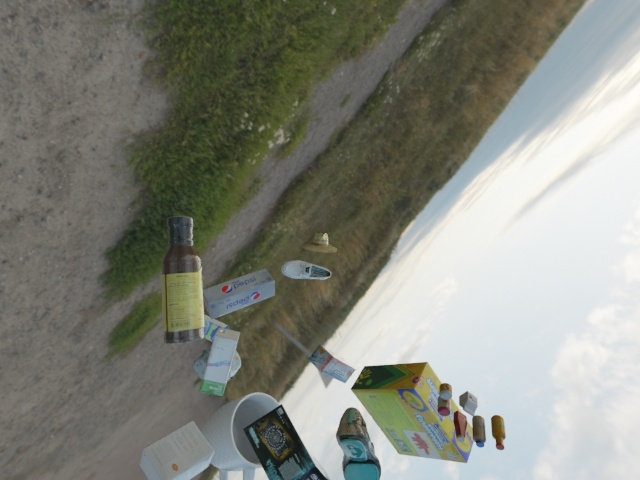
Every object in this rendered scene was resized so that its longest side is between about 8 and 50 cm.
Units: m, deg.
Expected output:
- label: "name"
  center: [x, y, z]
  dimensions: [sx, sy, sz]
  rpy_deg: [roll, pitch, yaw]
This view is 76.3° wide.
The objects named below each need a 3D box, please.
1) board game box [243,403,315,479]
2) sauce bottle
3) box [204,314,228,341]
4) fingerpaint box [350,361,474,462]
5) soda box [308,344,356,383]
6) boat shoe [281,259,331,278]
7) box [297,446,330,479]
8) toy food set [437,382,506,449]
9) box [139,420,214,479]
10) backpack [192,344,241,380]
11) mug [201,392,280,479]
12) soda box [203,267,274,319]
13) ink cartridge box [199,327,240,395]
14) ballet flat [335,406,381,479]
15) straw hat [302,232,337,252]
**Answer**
- label: "board game box"
  center: [-0.115, 0.571, 1.126]
  dimensions: [0.126, 0.186, 0.026]
  rpy_deg: [-29, 161, -13]
- label: "sauce bottle"
  center: [-0.380, 0.106, 1.125]
  dimensions: [0.111, 0.112, 0.343]
  rpy_deg: [45, 42, -82]
- label: "box"
  center: [-0.566, 0.438, 2.047]
  dimensions: [0.109, 0.178, 0.042]
  rpy_deg: [-61, -173, 19]
- label: "fingerpaint box"
  center: [0.418, 0.771, 1.847]
  dimensions: [0.371, 0.444, 0.163]
  rpy_deg: [-23, -163, 45]
- label: "soda box"
  center: [0.038, 0.373, 1.225]
  dimensions: [0.058, 0.063, 0.183]
  rpy_deg: [-50, 142, -6]
- label: "boat shoe"
  center: [-0.059, 0.131, 1.825]
  dimensions: [0.076, 0.227, 0.083]
  rpy_deg: [159, -65, -71]
- label: "box"
  center: [-0.043, 0.803, 1.424]
  dimensions: [0.078, 0.180, 0.147]
  rpy_deg: [-39, -171, -14]
- label: "toy food set"
  center: [0.451, 0.554, 1.259]
  dimensions: [0.111, 0.232, 0.104]
  rpy_deg: [-52, -175, 33]
- label: "box"
  center: [-0.441, 0.670, 1.255]
  dimensions: [0.171, 0.130, 0.091]
  rpy_deg: [-15, 137, -47]
- label: "backpack"
  center: [-0.430, 0.517, 1.706]
  dimensions: [0.188, 0.165, 0.144]
  rpy_deg: [-45, 167, 28]
- label: "mug"
  center: [-0.341, 0.853, 1.679]
  dimensions: [0.328, 0.276, 0.373]
  rpy_deg: [-34, -132, 36]
- label: "soda box"
  center: [-0.337, 0.218, 1.693]
  dimensions: [0.287, 0.091, 0.098]
  rpy_deg: [-19, 134, -25]
- label: "ink cartridge box"
  center: [-0.376, 0.450, 1.537]
  dimensions: [0.154, 0.093, 0.212]
  rpy_deg: [169, -66, -82]
- label: "ballet flat"
  center: [0.162, 0.855, 1.670]
  dimensions: [0.182, 0.164, 0.482]
  rpy_deg: [-74, 157, -54]
- label: "straw hat"
  center: [0.000, 0.000, 1.549]
  dimensions: [0.144, 0.145, 0.061]
  rpy_deg: [-28, 126, -71]
